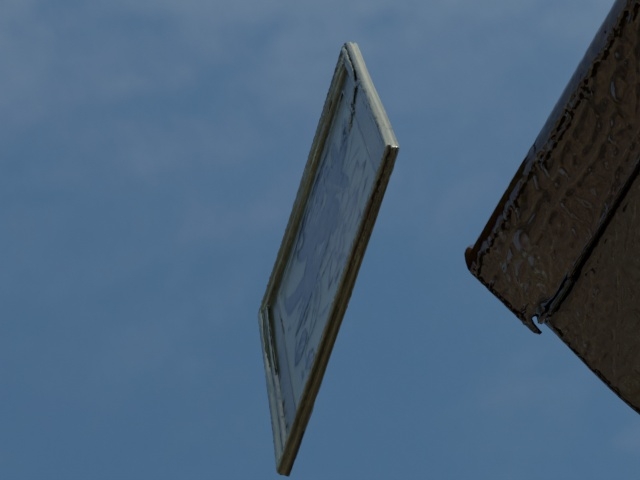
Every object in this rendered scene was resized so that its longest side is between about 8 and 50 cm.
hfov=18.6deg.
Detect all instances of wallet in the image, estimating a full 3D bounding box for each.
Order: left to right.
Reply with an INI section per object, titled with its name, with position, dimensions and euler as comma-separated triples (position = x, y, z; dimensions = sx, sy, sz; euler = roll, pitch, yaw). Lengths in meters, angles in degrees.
[wallet]
position = 0.156, -0.037, 0.786
dimensions = 0.133, 0.039, 0.243
euler = 40, -50, 15

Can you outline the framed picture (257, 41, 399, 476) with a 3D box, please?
[framed picture]
position = 0.000, 0.000, 0.999
dimensions = 0.010, 0.231, 0.173
euler = 16, -76, -9
